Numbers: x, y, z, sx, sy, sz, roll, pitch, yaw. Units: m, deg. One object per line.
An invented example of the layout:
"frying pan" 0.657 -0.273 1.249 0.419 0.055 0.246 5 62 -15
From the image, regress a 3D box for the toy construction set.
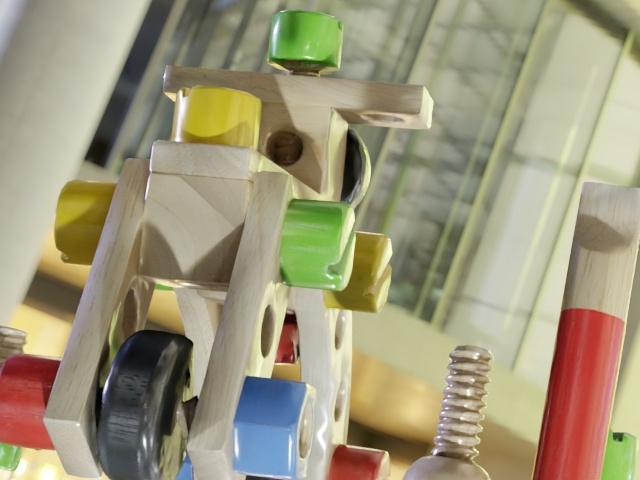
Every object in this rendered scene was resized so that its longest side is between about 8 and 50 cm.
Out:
"toy construction set" 0.000 0.000 0.676 0.308 0.237 0.257 3 -14 38
